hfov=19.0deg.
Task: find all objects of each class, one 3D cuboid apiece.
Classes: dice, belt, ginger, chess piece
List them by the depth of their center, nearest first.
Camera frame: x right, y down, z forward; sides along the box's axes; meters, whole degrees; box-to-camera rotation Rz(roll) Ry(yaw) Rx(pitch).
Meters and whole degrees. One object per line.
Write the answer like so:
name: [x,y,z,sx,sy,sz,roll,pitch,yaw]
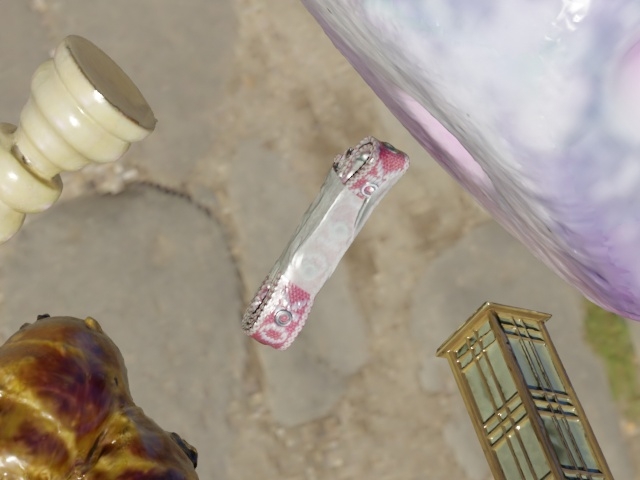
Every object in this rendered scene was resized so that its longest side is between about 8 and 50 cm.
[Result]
dice: [0.158,-0.143,0.962,0.270,0.271,0.270,48,-2,-42]
chess piece: [-0.211,-0.061,1.387,0.094,0.170,0.094,47,11,-12]
ginger: [-0.234,0.237,1.749,0.274,0.152,0.357,-18,70,-50]
belt: [0.000,0.000,1.805,0.053,0.232,0.071,29,16,-17]

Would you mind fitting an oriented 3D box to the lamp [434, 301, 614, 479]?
lamp: [0.210,0.210,1.751,0.090,0.089,0.325,13,43,-37]
